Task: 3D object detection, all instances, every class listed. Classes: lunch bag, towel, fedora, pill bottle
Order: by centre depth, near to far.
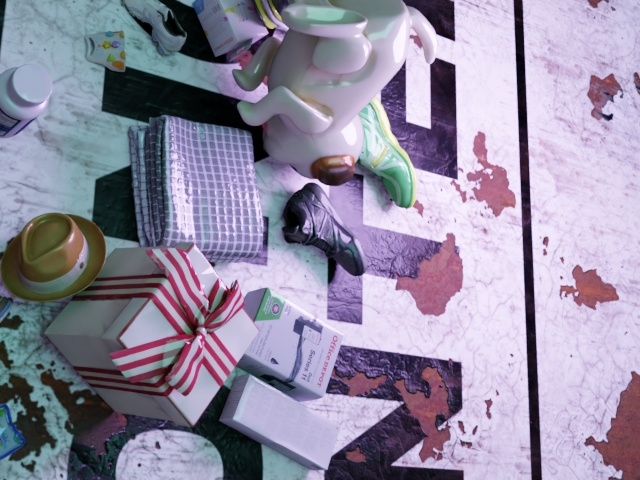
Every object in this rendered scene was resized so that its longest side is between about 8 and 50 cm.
[{"bbox_3d":[-0.565,0.331,1.599,0.151,0.129,0.096,-27,94,-39],"label":"lunch bag"},{"bbox_3d":[-0.465,0.014,1.736,0.195,0.079,0.194,-1,52,2],"label":"fedora"},{"bbox_3d":[-0.530,-0.245,1.754,0.094,0.169,0.094,11,72,-34],"label":"pill bottle"},{"bbox_3d":[-0.235,-0.102,1.964,0.235,0.121,0.283,2,76,-37],"label":"towel"}]

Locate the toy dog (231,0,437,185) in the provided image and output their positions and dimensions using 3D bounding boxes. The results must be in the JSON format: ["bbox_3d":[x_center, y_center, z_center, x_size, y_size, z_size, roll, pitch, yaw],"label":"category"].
[{"bbox_3d":[0.008,-0.317,2.054,0.396,0.407,0.284,-4,40,-26],"label":"toy dog"}]

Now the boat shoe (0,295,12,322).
[{"bbox_3d":[-0.592,0.145,1.669,0.066,0.066,0.183,51,54,-12],"label":"boat shoe"}]

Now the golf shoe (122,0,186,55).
[{"bbox_3d":[-0.326,-0.460,2.017,0.176,0.086,0.069,52,56,-12],"label":"golf shoe"}]

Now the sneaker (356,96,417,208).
[{"bbox_3d":[0.118,-0.196,2.276,0.124,0.109,0.295,-31,98,-16],"label":"sneaker"}]

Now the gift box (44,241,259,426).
[{"bbox_3d":[-0.293,0.152,1.730,0.276,0.258,0.255,53,53,-34],"label":"gift box"}]

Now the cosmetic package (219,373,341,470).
[{"bbox_3d":[-0.077,0.361,1.992,0.239,0.060,0.098,34,62,-25],"label":"cosmetic package"}]

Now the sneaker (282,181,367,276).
[{"bbox_3d":[0.000,0.000,2.133,0.130,0.087,0.227,-39,99,-35],"label":"sneaker"}]

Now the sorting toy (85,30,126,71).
[{"bbox_3d":[-0.418,-0.374,1.960,0.075,0.045,0.083,-3,79,-17],"label":"sorting toy"}]

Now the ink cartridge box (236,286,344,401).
[{"bbox_3d":[-0.071,0.211,2.020,0.208,0.087,0.153,33,61,-26],"label":"ink cartridge box"}]

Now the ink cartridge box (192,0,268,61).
[{"bbox_3d":[-0.186,-0.457,2.115,0.090,0.092,0.143,-26,95,-39],"label":"ink cartridge box"}]

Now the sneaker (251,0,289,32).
[{"bbox_3d":[-0.033,-0.504,2.180,0.300,0.121,0.111,-16,88,-66],"label":"sneaker"}]
